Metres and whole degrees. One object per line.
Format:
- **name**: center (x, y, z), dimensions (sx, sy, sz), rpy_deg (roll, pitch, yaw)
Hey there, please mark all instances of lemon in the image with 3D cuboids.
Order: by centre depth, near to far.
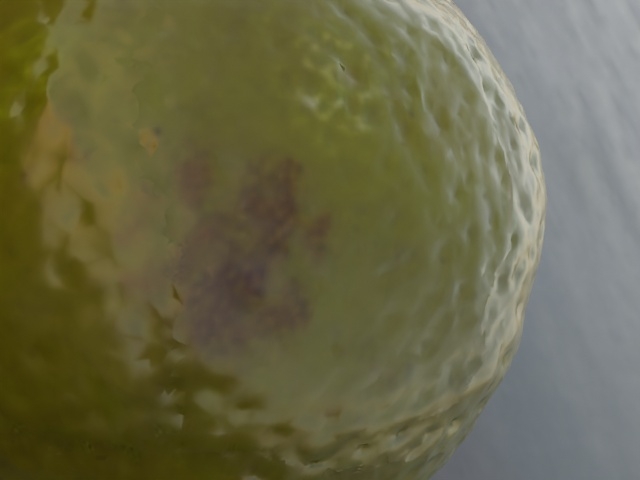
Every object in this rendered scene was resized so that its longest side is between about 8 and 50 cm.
- **lemon**: center (-0.046, -0.006, 0.538), dimensions (0.267, 0.267, 0.267), rpy_deg (39, 37, -37)
